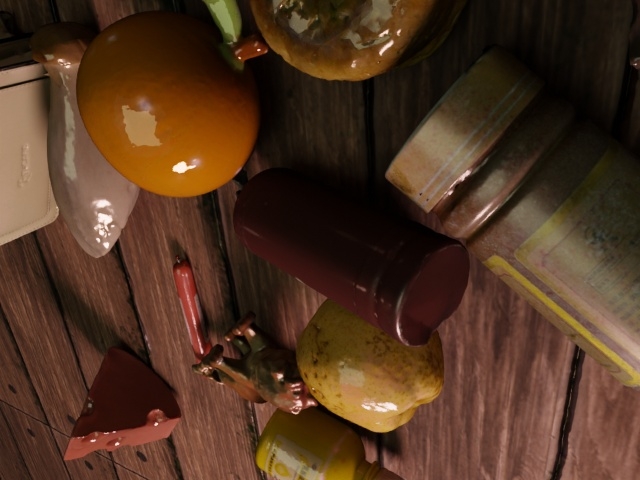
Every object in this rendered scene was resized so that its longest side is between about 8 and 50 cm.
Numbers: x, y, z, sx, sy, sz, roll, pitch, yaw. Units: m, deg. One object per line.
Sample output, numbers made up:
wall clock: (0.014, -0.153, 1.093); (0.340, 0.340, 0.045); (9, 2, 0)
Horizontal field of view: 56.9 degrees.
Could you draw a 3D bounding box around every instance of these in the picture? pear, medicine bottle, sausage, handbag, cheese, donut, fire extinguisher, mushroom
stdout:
pear: (0.063, 0.140, 0.707); (0.178, 0.178, 0.178); (17, 125, 26)
medicine bottle: (0.018, 0.337, 0.887); (0.213, 0.122, 0.121); (24, 128, 21)
sausage: (-0.208, 0.135, 0.985); (0.034, 0.034, 0.253); (10, 122, 30)
handbag: (-0.541, -0.147, 0.909); (0.160, 0.237, 0.358); (36, 131, 9)
cheese: (-0.364, 0.332, 1.141); (0.177, 0.203, 0.128); (22, 132, -14)
medicine bottle: (0.224, -0.008, 0.512); (0.322, 0.151, 0.151); (42, 133, 6)
donut: (0.027, -0.270, 0.509); (0.209, 0.128, 0.261); (-2, 117, 35)
fire extinguisher: (0.000, 0.000, 0.672); (0.337, 0.114, 0.135); (29, 149, 40)
mushroom: (-0.334, -0.131, 0.853); (0.128, 0.128, 0.350); (14, 121, 28)

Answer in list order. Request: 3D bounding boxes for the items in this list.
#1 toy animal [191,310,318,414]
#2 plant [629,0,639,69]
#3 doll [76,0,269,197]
toy animal: (-0.093, 0.196, 0.870); (0.157, 0.097, 0.312); (43, 157, -1)
plant: (0.254, -0.169, 0.289); (0.213, 0.312, 0.215); (-3, 118, 40)
doll: (-0.144, -0.166, 0.655); (0.236, 0.213, 0.213); (-32, 96, 29)
